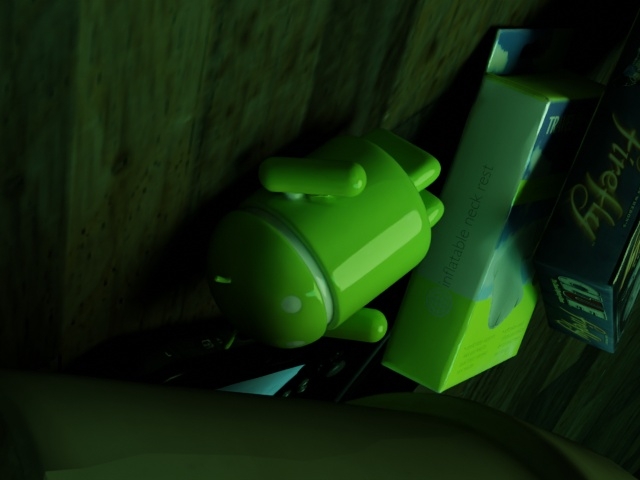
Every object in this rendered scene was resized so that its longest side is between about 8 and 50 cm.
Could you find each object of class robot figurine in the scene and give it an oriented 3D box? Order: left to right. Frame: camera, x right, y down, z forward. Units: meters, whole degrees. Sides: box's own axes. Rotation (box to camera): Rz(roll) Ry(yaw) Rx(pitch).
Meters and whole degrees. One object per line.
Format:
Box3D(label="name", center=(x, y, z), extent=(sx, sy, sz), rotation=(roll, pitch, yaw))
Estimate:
Box3D(label="robot figurine", center=(0.000, 0.000, 0.665), extent=(0.115, 0.067, 0.101), rotation=(-36, 142, -25))

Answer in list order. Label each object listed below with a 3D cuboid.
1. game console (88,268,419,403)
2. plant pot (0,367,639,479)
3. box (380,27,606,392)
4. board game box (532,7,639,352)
Box3D(label="game console", center=(-0.028, 0.085, 0.821), extent=(0.213, 0.044, 0.361), rotation=(-53, 160, 20))
Box3D(label="plant pot", center=(-0.053, 0.180, 0.563), extent=(0.280, 0.323, 0.323), rotation=(29, 107, -39))
Box3D(label="box", center=(0.095, -0.018, 0.798), extent=(0.109, 0.042, 0.178), rotation=(-14, 127, -61))
Box3D(label="board game box", center=(0.181, -0.072, 0.817), extent=(0.243, 0.042, 0.165), rotation=(-65, 164, -9))
